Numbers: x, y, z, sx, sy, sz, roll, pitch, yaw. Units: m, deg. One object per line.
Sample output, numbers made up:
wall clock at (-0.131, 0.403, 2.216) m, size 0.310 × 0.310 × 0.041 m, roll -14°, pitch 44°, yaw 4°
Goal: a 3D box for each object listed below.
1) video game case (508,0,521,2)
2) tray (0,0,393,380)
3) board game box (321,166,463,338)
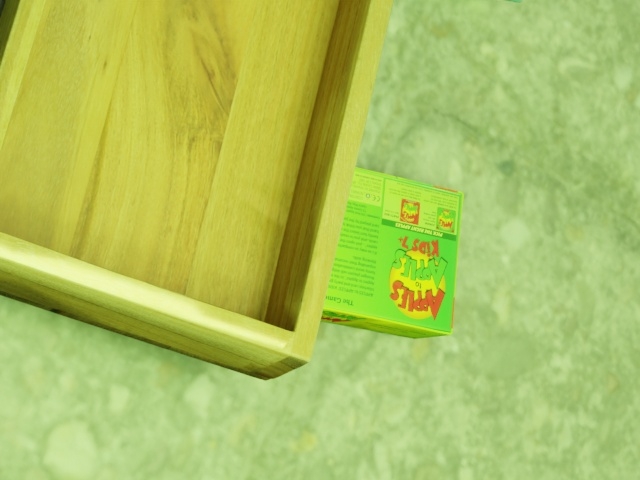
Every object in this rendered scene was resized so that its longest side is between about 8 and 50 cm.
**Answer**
video game case at (0.116, -0.309, 1.148) m, size 0.061 × 0.269 × 0.244 m, roll 11°, pitch 75°, yaw 9°
tray at (-0.065, -0.148, 1.070) m, size 0.203 × 0.076 × 0.410 m, roll 20°, pitch 70°, yaw -18°
board game box at (0.000, 0.000, 1.148) m, size 0.181 × 0.043 × 0.092 m, roll 12°, pitch 78°, yaw -32°
